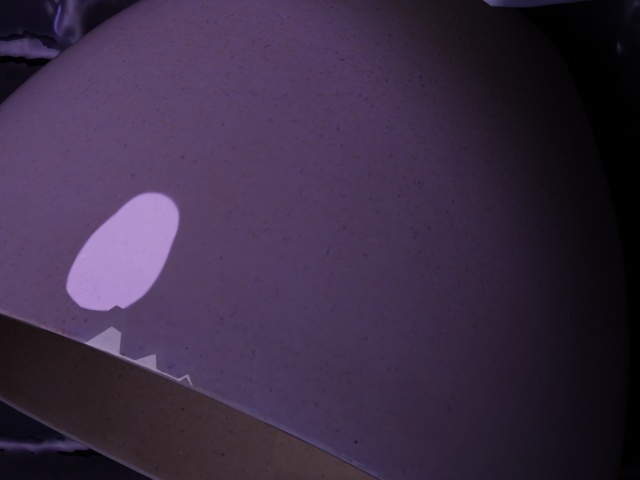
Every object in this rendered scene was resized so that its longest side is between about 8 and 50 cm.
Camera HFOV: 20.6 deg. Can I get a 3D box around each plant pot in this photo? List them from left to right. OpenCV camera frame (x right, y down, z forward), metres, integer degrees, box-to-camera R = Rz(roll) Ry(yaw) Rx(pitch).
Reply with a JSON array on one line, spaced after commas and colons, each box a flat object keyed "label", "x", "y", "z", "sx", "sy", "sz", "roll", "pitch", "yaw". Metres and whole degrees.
[{"label": "plant pot", "x": 0.000, "y": 0.000, "z": 0.663, "sx": 0.284, "sy": 0.284, "sz": 0.191, "roll": 10, "pitch": 69, "yaw": 43}]

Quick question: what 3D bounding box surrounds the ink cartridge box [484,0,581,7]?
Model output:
[{"label": "ink cartridge box", "x": 0.050, "y": -0.266, "z": 0.519, "sx": 0.309, "sy": 0.130, "sz": 0.272, "roll": 47, "pitch": 124, "yaw": 27}]
